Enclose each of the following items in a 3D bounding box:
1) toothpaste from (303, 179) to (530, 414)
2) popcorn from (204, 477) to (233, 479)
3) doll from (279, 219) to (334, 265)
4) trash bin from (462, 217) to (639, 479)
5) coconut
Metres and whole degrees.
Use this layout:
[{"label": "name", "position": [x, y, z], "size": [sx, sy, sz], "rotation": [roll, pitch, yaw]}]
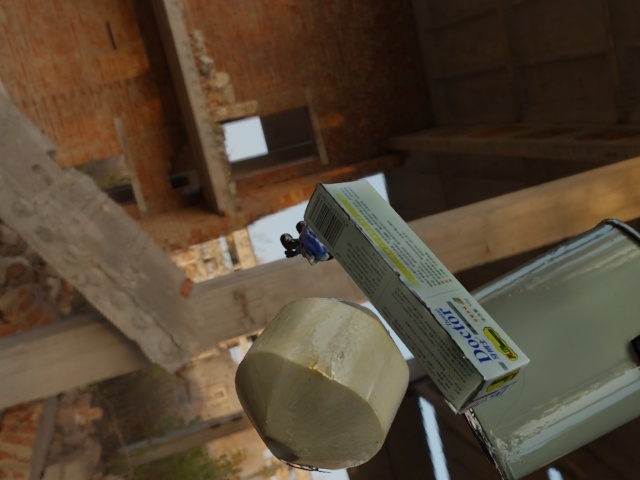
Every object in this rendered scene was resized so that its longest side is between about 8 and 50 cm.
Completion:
[{"label": "toothpaste", "position": [0.051, 0.025, 0.440], "size": [0.164, 0.046, 0.034], "rotation": [51, -48, 29]}, {"label": "popcorn", "position": [-0.154, 0.454, 1.193], "size": [0.145, 0.126, 0.126], "rotation": [-12, -122, 55]}, {"label": "doll", "position": [0.000, 0.000, 1.162], "size": [0.070, 0.096, 0.195], "rotation": [52, -17, -20]}, {"label": "trash bin", "position": [0.278, 0.128, 0.866], "size": [0.217, 0.263, 0.277], "rotation": [62, 1, -7]}, {"label": "coconut", "position": [0.000, 0.264, 1.328], "size": [0.323, 0.323, 0.322], "rotation": [164, -90, -78]}]
